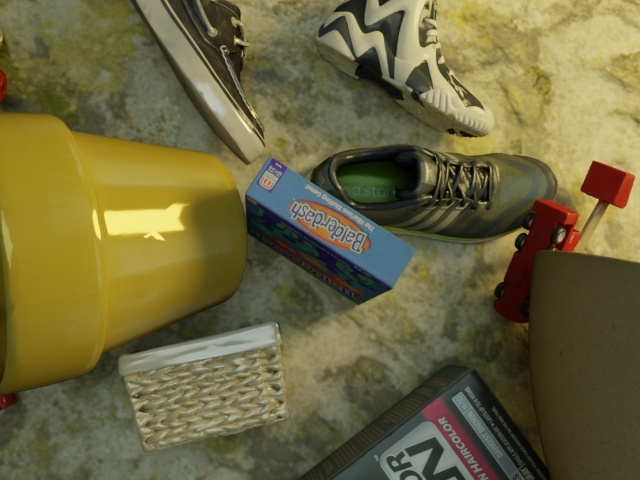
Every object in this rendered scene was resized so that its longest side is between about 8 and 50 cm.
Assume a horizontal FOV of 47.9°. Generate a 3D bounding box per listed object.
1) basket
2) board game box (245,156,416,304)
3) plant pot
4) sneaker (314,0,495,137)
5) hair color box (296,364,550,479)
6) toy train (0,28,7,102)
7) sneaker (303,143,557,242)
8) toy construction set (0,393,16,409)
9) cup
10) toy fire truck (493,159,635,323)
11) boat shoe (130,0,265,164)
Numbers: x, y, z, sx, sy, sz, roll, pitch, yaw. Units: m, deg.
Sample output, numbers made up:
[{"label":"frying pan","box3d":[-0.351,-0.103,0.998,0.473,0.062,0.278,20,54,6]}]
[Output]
[{"label":"basket","box3d":[-0.115,0.151,0.763,0.167,0.113,0.103,-12,85,-6]},{"label":"board game box","box3d":[0.000,0.000,0.745,0.160,0.210,0.047,32,80,1]},{"label":"plant pot","box3d":[-0.213,-0.001,0.706,0.239,0.254,0.254,-9,82,-34]},{"label":"sneaker","box3d":[0.127,-0.234,0.849,0.235,0.094,0.153,32,89,10]},{"label":"hair color box","box3d":[0.056,0.315,0.753,0.374,0.113,0.185,-36,86,-8]},{"label":"toy train","box3d":[-0.386,-0.201,0.738,0.105,0.143,0.248,11,62,-10]},{"label":"sneaker","box3d":[0.127,-0.055,0.809,0.299,0.121,0.111,-4,82,-6]},{"label":"toy construction set","box3d":[-0.441,0.122,0.675,0.257,0.237,0.309,2,81,-5]},{"label":"cup","box3d":[0.334,0.164,0.661,0.331,0.331,0.237,15,89,-3]},{"label":"toy fire truck","box3d":[0.281,0.002,0.832,0.135,0.047,0.192,-1,115,-44]},{"label":"boat shoe","box3d":[-0.130,-0.231,0.827,0.102,0.108,0.301,-31,78,-7]}]
